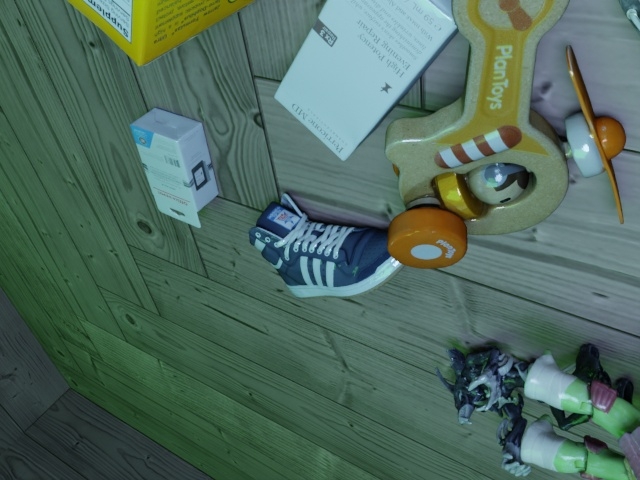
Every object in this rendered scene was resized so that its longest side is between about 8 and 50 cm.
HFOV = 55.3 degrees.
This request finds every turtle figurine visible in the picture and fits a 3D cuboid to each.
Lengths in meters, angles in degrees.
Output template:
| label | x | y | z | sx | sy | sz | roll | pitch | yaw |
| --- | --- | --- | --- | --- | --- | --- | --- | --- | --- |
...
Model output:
| label | x | y | z | sx | sy | sz | roll | pitch | yaw |
| --- | --- | --- | --- | --- | --- | --- | --- | --- | --- |
| turtle figurine | 0.369 | 0.201 | 0.643 | 0.266 | 0.275 | 0.198 | 14 | 150 | 39 |

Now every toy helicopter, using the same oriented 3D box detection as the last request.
| label | x | y | z | sx | sy | sz | roll | pitch | yaw |
| --- | --- | --- | --- | --- | --- | --- | --- | --- | --- |
| toy helicopter | 0.174 | -0.107 | 0.551 | 0.234 | 0.140 | 0.355 | 1 | 149 | 11 |

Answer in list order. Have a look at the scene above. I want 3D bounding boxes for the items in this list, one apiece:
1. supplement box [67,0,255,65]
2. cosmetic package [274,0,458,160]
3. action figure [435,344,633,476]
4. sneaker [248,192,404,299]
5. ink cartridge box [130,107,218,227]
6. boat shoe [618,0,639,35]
| label | x | y | z | sx | sy | sz | roll | pitch | yaw |
| --- | --- | --- | --- | --- | --- | --- | --- | --- | --- |
| supplement box | -0.142 | -0.370 | 0.522 | 0.194 | 0.195 | 0.356 | 41 | 147 | 6 |
| cosmetic package | 0.051 | -0.197 | 0.635 | 0.117 | 0.085 | 0.231 | 42 | 144 | 0 |
| action figure | 0.262 | 0.219 | 0.829 | 0.275 | 0.141 | 0.164 | -17 | 116 | 47 |
| sneaker | 0.000 | 0.000 | 0.878 | 0.153 | 0.099 | 0.282 | 51 | 147 | -16 |
| ink cartridge box | -0.234 | -0.117 | 1.007 | 0.104 | 0.060 | 0.180 | 22 | 140 | 25 |
| boat shoe | 0.316 | -0.122 | 0.475 | 0.219 | 0.078 | 0.070 | 55 | 143 | -4 |
